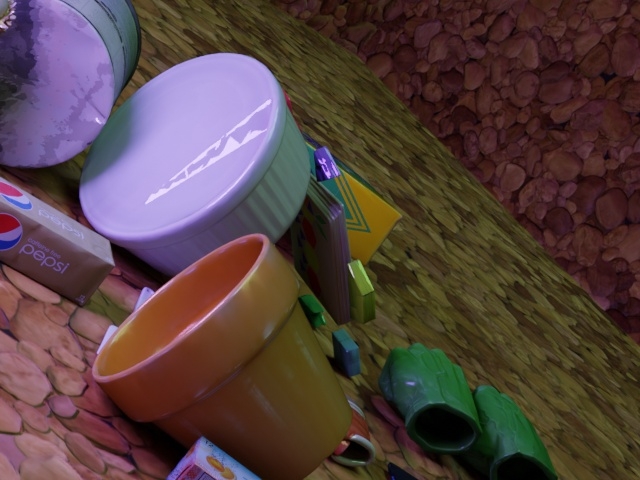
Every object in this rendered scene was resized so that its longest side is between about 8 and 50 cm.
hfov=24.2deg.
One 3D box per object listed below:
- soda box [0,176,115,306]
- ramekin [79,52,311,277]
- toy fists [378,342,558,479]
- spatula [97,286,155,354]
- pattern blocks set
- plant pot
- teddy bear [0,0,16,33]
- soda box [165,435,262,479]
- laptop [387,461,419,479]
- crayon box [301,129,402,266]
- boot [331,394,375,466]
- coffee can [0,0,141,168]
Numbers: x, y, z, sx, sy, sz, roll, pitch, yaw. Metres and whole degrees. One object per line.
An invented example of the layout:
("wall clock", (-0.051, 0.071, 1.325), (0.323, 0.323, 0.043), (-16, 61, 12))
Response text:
("soda box", (-0.296, -0.008, 1.494), (0.181, 0.058, 0.061), (32, 15, -26))
("ramekin", (-0.135, -0.075, 1.726), (0.127, 0.273, 0.273), (51, 3, -41))
("toy fists", (0.186, 0.232, 1.918), (0.279, 0.096, 0.142), (33, 25, -29))
("spatula", (-0.144, 0.125, 1.559), (0.168, 0.019, 0.242), (32, 13, -6))
("pattern blocks set", (0.000, 0.000, 1.860), (0.325, 0.026, 0.285), (90, -25, -45))
("plant pot", (-0.075, 0.129, 1.389), (0.188, 0.205, 0.205), (52, 10, -15))
("teddy bear", (-0.480, -0.258, 1.566), (0.338, 0.113, 0.245), (12, 43, 11))
("soda box", (-0.052, 0.252, 1.296), (0.183, 0.058, 0.063), (38, 14, -7))
("laptop", (0.218, 0.321, 1.616), (0.234, 0.136, 0.264), (35, 14, -18))
("crayon box", (-0.049, -0.116, 2.288), (0.313, 0.106, 0.363), (38, 4, -10))
("boot", (-0.001, 0.193, 1.631), (0.158, 0.059, 0.084), (31, 20, -33))
("coffee can", (-0.327, -0.217, 1.775), (0.201, 0.201, 0.275), (36, 14, -11))
